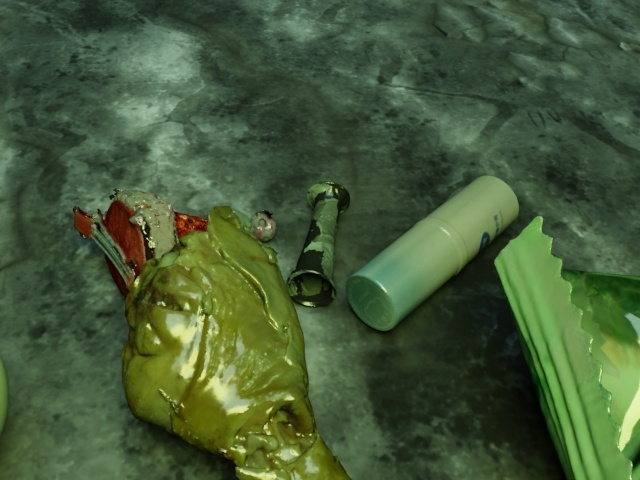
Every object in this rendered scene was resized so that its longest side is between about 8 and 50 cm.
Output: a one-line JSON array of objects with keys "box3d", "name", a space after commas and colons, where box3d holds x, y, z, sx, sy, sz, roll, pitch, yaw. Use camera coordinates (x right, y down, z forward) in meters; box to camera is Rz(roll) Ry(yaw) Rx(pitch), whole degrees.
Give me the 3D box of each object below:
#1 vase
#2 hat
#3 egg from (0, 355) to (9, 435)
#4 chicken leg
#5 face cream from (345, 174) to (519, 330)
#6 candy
[{"box3d": [0.000, 0.000, 0.860, 0.059, 0.059, 0.167, 7, 44, 4], "name": "vase"}, {"box3d": [-0.156, -0.005, 0.844, 0.227, 0.129, 0.140, -10, 18, -38], "name": "hat"}, {"box3d": [-0.390, 0.124, 0.621, 0.264, 0.183, 0.183, 22, 47, 29], "name": "egg"}, {"box3d": [-0.044, 0.160, 0.640, 0.201, 0.153, 0.429, -21, 56, -33], "name": "chicken leg"}, {"box3d": [0.138, 0.009, 0.845, 0.077, 0.077, 0.250, 35, 52, 28], "name": "face cream"}, {"box3d": [0.353, 0.133, 0.671, 0.397, 0.172, 0.263, 7, 53, -22], "name": "candy"}]
